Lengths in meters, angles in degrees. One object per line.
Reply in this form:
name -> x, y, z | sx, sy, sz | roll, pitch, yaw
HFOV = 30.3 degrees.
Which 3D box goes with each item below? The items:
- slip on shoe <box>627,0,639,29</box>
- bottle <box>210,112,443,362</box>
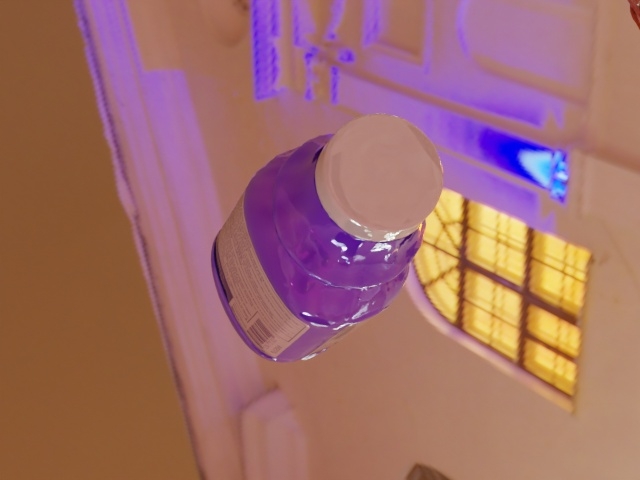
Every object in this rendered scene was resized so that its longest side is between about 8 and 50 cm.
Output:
slip on shoe -> 0.233, -0.127, 0.665 | 0.123, 0.101, 0.331 | -45, -44, -10
bottle -> 0.000, 0.000, 0.749 | 0.092, 0.283, 0.118 | -23, -99, -19
